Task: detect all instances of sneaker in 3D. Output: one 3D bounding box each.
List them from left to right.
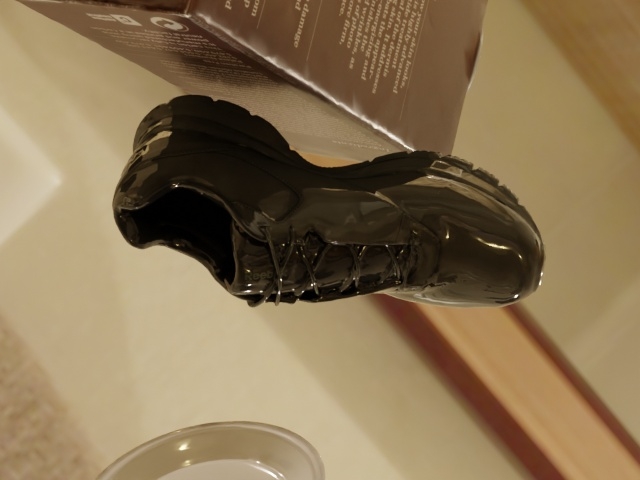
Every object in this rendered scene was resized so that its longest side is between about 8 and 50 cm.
[{"bbox_3d":[0.000,0.000,1.119,0.130,0.286,0.109,-64,164,-55],"label":"sneaker"}]

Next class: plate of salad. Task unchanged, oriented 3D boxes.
[{"bbox_3d":[-0.095,0.200,1.385,0.200,0.200,0.048,-36,-134,17],"label":"plate of salad"}]

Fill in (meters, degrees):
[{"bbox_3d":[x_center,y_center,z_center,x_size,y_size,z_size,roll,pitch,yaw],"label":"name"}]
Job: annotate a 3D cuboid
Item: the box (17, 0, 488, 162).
[{"bbox_3d":[-0.023,-0.184,1.161,0.143,0.381,0.191,10,-98,30],"label":"box"}]
